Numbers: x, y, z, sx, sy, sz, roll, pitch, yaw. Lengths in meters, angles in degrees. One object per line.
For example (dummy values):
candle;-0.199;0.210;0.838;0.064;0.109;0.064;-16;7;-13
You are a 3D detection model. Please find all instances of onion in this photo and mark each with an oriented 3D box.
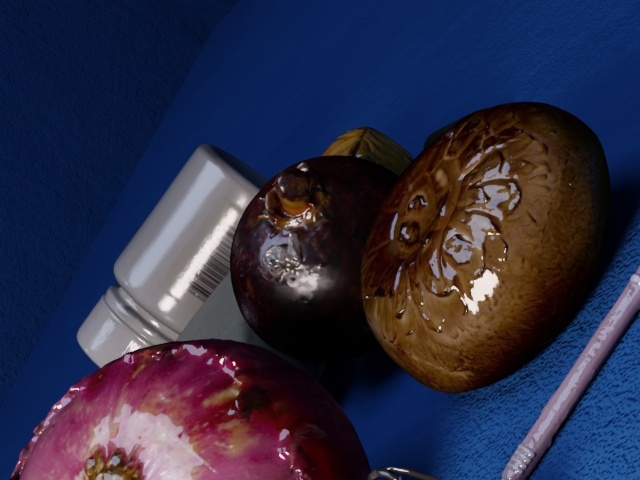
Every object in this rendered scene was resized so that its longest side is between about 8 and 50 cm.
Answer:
onion;-0.095;0.273;1.475;0.358;0.345;0.358;-38;39;40

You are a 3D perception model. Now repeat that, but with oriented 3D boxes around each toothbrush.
toothbrush;0.170;0.164;1.331;0.354;0.029;0.024;-55;28;-3

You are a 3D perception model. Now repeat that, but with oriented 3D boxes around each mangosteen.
mangosteen;0.000;0.000;1.748;0.235;0.261;0.235;-13;50;16

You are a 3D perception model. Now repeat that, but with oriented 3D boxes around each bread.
bread;0.040;-0.049;2.072;0.199;0.104;0.199;-55;14;20

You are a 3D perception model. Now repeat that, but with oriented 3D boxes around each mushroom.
mushroom;0.147;-0.002;1.510;0.297;0.163;0.278;-47;17;33

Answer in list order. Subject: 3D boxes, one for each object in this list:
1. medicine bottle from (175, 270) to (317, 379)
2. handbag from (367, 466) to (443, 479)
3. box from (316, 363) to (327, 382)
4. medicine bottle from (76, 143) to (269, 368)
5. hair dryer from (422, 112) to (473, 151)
medicine bottle;-0.135;0.207;1.949;0.375;0.123;0.282;-52;22;29
handbag;0.094;0.216;1.244;0.072;0.139;0.115;-54;11;-30
box;-0.043;0.173;1.995;0.167;0.024;0.090;-29;30;59
medicine bottle;-0.182;0.052;2.341;0.339;0.208;0.208;-54;15;7
hair dryer;0.136;-0.050;1.886;0.100;0.057;0.197;-27;37;65
